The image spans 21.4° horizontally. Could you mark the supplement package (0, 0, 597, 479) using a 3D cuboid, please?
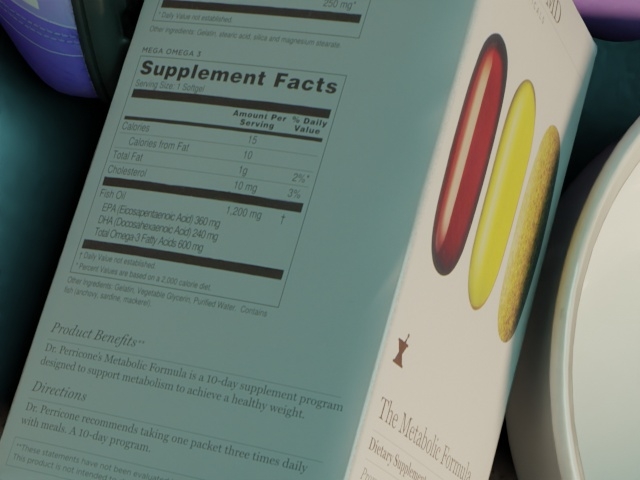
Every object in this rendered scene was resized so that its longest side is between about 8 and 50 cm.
[{"bbox_3d":[0.000,0.000,0.632,0.139,0.133,0.244,42,61,-60],"label":"supplement package"}]

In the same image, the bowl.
[{"bbox_3d":[0.188,0.066,0.759,0.297,0.134,0.298,4,82,-29],"label":"bowl"}]

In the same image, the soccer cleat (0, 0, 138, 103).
[{"bbox_3d":[-0.158,-0.192,0.625,0.116,0.108,0.318,-21,104,-1],"label":"soccer cleat"}]

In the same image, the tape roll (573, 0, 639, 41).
[{"bbox_3d":[0.116,-0.184,0.714,0.080,0.189,0.189,12,79,-27],"label":"tape roll"}]
